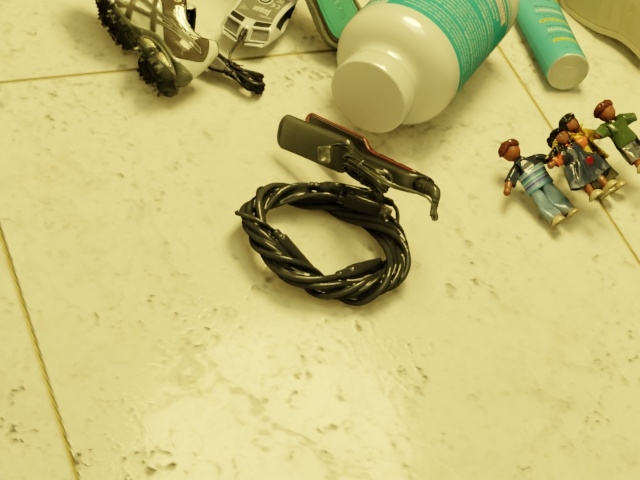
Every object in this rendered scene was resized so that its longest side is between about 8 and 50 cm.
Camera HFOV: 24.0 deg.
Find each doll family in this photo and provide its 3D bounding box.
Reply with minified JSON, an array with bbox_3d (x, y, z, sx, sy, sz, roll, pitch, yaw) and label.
[{"bbox_3d":[0.282,-0.093,1.682,0.193,0.076,0.111,-26,78,-39],"label":"doll family"}]

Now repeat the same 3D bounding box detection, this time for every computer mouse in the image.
[{"bbox_3d":[-0.077,-0.248,1.763,0.106,0.042,0.193,22,51,13],"label":"computer mouse"}]

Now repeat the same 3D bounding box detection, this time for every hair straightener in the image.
[{"bbox_3d":[0.033,-0.075,1.570,0.089,0.047,0.230,-7,32,-46],"label":"hair straightener"}]

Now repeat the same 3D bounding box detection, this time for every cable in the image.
[{"bbox_3d":[0.000,0.000,1.547,0.184,0.047,0.150,11,50,-10],"label":"cable"}]

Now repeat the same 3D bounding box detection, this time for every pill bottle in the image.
[{"bbox_3d":[0.114,-0.229,1.718,0.146,0.146,0.264,28,46,12],"label":"pill bottle"}]

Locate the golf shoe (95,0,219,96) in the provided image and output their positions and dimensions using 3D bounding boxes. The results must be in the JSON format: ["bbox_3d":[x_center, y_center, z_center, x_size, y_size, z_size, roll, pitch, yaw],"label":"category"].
[{"bbox_3d":[-0.191,-0.251,1.699,0.094,0.077,0.198,-32,70,-15],"label":"golf shoe"}]

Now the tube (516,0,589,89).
[{"bbox_3d":[0.278,-0.269,1.875,0.080,0.052,0.207,9,39,-22],"label":"tube"}]

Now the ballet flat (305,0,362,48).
[{"bbox_3d":[-0.008,-0.323,1.770,0.072,0.068,0.213,-21,94,-9],"label":"ballet flat"}]

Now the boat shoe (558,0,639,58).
[{"bbox_3d":[0.433,-0.266,1.865,0.096,0.116,0.324,-26,52,-30],"label":"boat shoe"}]
